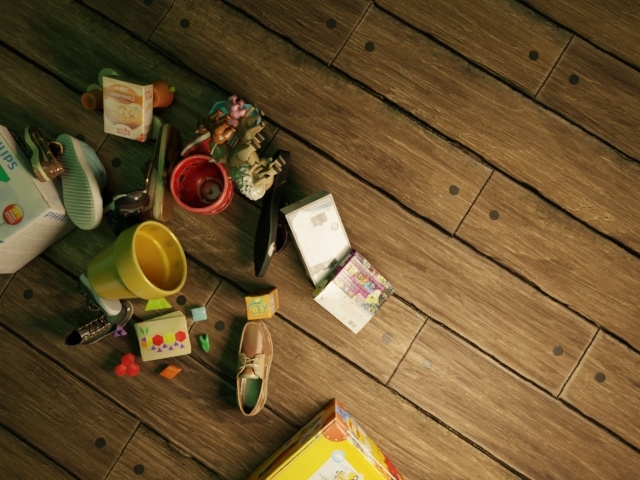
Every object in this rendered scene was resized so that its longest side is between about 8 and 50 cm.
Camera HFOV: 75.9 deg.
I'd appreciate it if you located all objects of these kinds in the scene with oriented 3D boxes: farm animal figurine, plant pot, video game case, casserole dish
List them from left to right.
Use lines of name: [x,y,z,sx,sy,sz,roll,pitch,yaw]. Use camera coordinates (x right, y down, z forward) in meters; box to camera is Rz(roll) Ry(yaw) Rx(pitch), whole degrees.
plant pot: [-0.622,0.089,1.369,0.239,0.254,0.254,-19,86,15]
plant pot: [-0.390,-0.180,1.401,0.191,0.174,0.191,0,87,2]
casserole dish: [-0.307,-0.436,1.483,0.188,0.037,0.114,8,87,3]
farm animal figurine: [-0.253,-0.283,1.303,0.172,0.330,0.327,-34,96,24]
video game case: [0.114,0.174,1.379,0.210,0.042,0.232,-48,119,-1]

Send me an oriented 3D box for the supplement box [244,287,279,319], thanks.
supplement box: [-0.187,0.203,1.344,0.078,0.233,0.080,-6,86,1]

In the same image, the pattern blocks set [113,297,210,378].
pattern blocks set: [-0.553,0.340,1.439,0.324,0.026,0.286,-1,91,-4]

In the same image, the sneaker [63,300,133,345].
sneaker: [-0.756,0.292,1.412,0.222,0.118,0.083,-38,87,-1]

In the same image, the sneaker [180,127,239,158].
sneaker: [-0.383,-0.318,1.455,0.221,0.087,0.128,-27,108,21]

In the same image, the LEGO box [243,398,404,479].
LEGO box: [-0.017,0.844,1.324,0.500,0.193,0.372,-41,87,-1]

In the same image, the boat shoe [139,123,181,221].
boat shoe: [-0.577,-0.241,1.439,0.123,0.123,0.342,8,96,6]

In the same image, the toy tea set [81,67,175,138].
toy tea set: [-0.680,-0.509,1.479,0.336,0.124,0.200,21,117,-1]

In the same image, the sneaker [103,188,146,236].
sneaker: [-0.641,-0.086,1.384,0.107,0.283,0.124,-20,92,-40]

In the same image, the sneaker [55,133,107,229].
sneaker: [-0.786,-0.198,1.410,0.135,0.150,0.366,-28,73,19]

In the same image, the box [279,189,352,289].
box: [0.000,0.000,1.355,0.169,0.087,0.290,-25,112,-12]

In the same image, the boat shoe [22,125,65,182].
boat shoe: [-0.899,-0.293,1.354,0.095,0.095,0.257,-25,61,-16]

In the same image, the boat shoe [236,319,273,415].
boat shoe: [-0.227,0.431,1.391,0.123,0.116,0.325,-2,87,1]

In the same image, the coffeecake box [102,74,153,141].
coffeecake box: [-0.652,-0.448,1.394,0.142,0.068,0.186,14,117,2]

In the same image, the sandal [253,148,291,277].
sandal: [-0.141,-0.087,1.405,0.107,0.167,0.446,12,86,-22]

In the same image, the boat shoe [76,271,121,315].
boat shoe: [-0.773,0.199,1.415,0.228,0.080,0.076,36,93,23]

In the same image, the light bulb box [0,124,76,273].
light bulb box: [-1.073,-0.130,1.393,0.361,0.225,0.358,-36,86,0]
